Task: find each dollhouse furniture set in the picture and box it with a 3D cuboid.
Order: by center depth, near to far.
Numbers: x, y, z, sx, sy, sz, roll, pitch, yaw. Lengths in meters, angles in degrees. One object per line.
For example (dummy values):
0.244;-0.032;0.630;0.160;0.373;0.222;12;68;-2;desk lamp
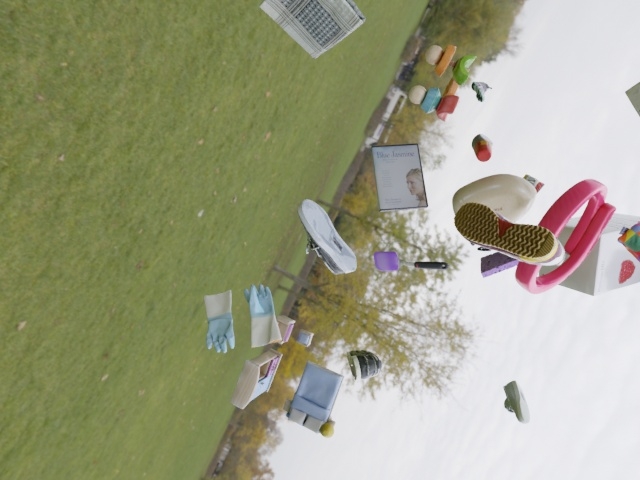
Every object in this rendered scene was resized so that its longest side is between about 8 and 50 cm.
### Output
-0.063;0.424;1.338;0.198;0.303;0.286;11;101;-75;dollhouse furniture set

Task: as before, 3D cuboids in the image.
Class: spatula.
0.335;0.086;1.649;0.030;0.296;0.084;-30;117;-46;spatula

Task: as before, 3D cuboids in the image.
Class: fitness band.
0.538;-0.002;0.980;0.209;0.054;0.291;-16;133;-25;fitness band

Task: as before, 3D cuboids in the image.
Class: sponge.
0.722;0.069;1.702;0.210;0.031;0.117;-25;-163;29;sponge

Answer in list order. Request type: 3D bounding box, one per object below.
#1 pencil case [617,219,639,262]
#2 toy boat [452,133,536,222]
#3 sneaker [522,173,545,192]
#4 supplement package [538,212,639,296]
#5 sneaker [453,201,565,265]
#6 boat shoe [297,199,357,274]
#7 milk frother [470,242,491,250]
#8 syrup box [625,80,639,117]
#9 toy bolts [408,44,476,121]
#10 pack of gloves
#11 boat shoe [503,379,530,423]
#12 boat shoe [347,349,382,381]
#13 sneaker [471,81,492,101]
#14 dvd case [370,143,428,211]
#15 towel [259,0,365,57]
0.765;0.046;0.955;0.104;0.236;0.104;-25;152;-15;pencil case
0.567;-0.193;1.477;0.148;0.267;0.318;-65;139;-56;toy boat
0.807;-0.197;1.788;0.088;0.093;0.225;-42;169;-21;sneaker
0.804;0.030;1.269;0.175;0.292;0.178;25;-59;61;supplement package
0.306;-0.004;0.731;0.185;0.084;0.070;36;-84;49;sneaker
0.001;-0.003;1.478;0.105;0.306;0.113;-18;-143;35;boat shoe
0.705;-0.031;1.912;0.129;0.135;0.143;-31;-170;1;milk frother
1.004;-0.362;1.283;0.096;0.093;0.237;-41;-124;50;syrup box
0.395;-0.530;1.519;0.218;0.158;0.229;118;-5;-78;toy bolts
-0.224;0.199;1.219;0.232;0.195;0.046;-113;-165;-51;pack of gloves
0.807;0.679;1.836;0.081;0.079;0.227;-35;-170;24;boat shoe
0.118;0.344;1.224;0.233;0.079;0.084;103;-28;-77;boat shoe
0.624;-0.569;1.679;0.038;0.069;0.098;102;-23;-64;sneaker
0.288;-0.233;1.617;0.022;0.180;0.253;102;-17;-75;dvd case
-0.050;-0.780;1.466;0.312;0.324;0.056;-3;-128;58;towel
